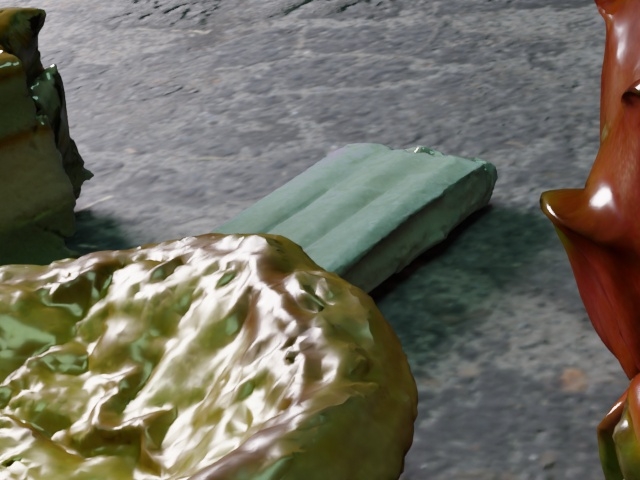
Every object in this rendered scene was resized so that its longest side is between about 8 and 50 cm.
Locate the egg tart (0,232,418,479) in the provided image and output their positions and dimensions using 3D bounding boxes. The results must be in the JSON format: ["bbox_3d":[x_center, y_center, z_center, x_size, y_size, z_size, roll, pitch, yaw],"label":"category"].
[{"bbox_3d":[-0.115,0.108,0.572,0.341,0.129,0.341,-12,28,6],"label":"egg tart"}]

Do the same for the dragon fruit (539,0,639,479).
[{"bbox_3d":[0.222,0.017,0.466,0.305,0.305,0.226,0,60,24],"label":"dragon fruit"}]

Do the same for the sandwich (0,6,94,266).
[{"bbox_3d":[-0.255,-0.031,0.845,0.198,0.155,0.227,-7,30,12],"label":"sandwich"}]

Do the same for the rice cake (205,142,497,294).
[{"bbox_3d":[0.000,0.000,0.801,0.124,0.038,0.211,11,37,38],"label":"rice cake"}]
